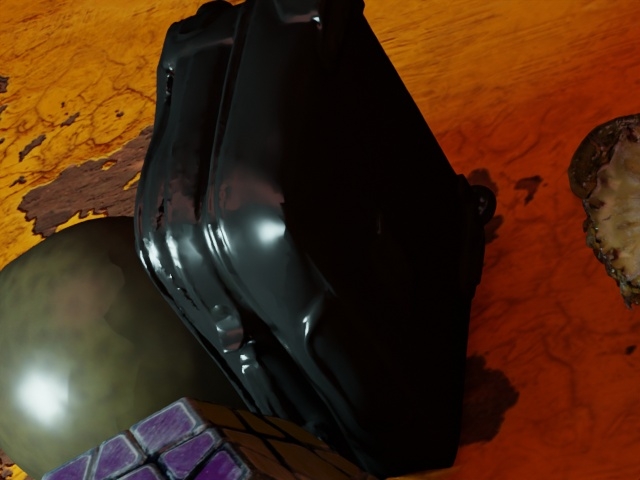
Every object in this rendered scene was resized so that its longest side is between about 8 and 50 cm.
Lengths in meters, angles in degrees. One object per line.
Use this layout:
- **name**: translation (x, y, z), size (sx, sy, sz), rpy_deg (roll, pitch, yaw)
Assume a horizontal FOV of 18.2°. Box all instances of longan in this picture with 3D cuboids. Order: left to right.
- **longan**: translation (-0.178, 0.101, 1.699), size (0.258, 0.258, 0.258), rpy_deg (-23, 35, 17)

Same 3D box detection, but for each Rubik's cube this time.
- **Rubik's cube**: translation (-0.068, 0.267, 1.383), size (0.264, 0.319, 0.319), rpy_deg (2, 42, 6)

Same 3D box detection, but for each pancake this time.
- **pancake**: translation (0.264, -0.075, 1.751), size (0.108, 0.017, 0.108), rpy_deg (-19, 38, 16)

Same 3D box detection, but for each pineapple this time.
- **pineapple**: translation (0.280, -0.006, 1.563), size (0.161, 0.137, 0.176), rpy_deg (-27, 72, -8)

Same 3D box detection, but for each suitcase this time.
- **suitcase**: translation (0.000, 0.000, 1.580), size (0.188, 0.345, 0.339), rpy_deg (-13, 44, 21)
